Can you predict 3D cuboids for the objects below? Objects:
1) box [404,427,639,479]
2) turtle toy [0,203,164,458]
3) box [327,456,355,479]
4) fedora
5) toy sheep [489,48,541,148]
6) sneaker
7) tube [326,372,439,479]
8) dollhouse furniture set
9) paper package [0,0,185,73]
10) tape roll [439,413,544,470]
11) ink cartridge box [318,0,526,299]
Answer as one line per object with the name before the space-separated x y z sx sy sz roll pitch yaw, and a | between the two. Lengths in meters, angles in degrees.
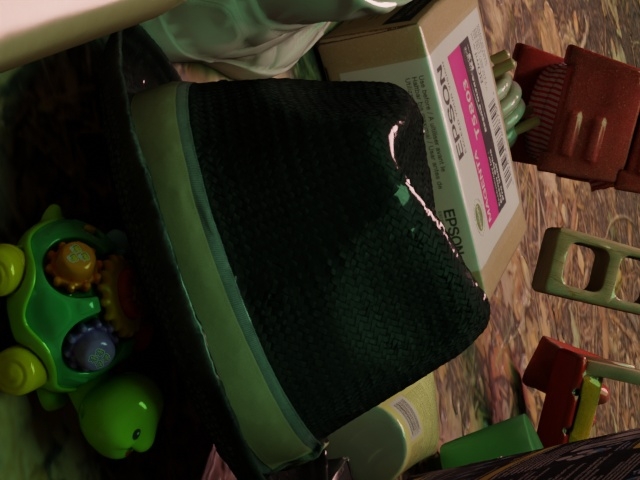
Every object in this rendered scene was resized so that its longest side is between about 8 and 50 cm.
box | 0.148 0.174 1.116 0.395 0.318 0.097 -4 81 -71
turtle toy | -0.116 0.045 0.941 0.095 0.066 0.130 -25 105 -69
box | 0.000 0.258 1.198 0.191 0.045 0.184 -47 126 -66
fedora | 0.000 0.000 1.052 0.334 0.152 0.334 -20 90 -85
toy sheep | 0.144 -0.117 1.698 0.132 0.091 0.091 64 24 -18
sneaker | 0.004 -0.167 1.220 0.292 0.169 0.108 -29 107 -70
tube | 0.058 0.135 1.406 0.062 0.070 0.240 38 12 9
dollhouse furniture set | 0.232 0.011 1.779 0.201 0.152 0.374 -158 -98 -80
paper package | -0.199 -0.197 0.676 0.325 0.168 0.309 -40 118 -68
tape roll | 0.187 0.299 1.510 0.321 0.077 0.321 -22 90 -83
ink cartridge box | 0.088 -0.078 1.529 0.193 0.088 0.235 -53 131 -65
